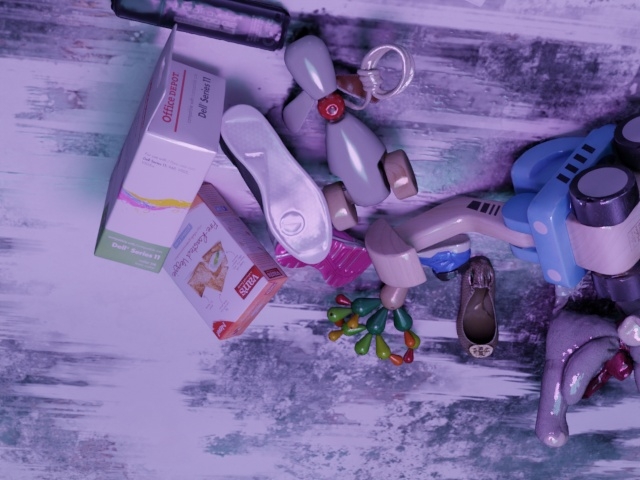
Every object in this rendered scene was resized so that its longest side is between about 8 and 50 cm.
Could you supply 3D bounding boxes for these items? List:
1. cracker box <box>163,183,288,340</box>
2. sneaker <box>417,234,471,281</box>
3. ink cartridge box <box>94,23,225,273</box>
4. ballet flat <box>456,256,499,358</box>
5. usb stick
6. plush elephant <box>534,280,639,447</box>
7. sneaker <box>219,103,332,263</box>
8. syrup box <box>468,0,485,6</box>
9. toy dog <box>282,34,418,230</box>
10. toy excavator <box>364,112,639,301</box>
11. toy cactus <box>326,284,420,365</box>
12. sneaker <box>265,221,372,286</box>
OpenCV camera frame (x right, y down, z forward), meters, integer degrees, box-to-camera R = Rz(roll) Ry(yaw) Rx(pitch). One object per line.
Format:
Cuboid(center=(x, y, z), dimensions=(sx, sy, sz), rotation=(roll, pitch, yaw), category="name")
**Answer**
Cuboid(center=(-0.183, 0.036, 1.939), dimensions=(0.155, 0.232, 0.067), rotation=(-51, 159, 27), category="cracker box")
Cuboid(center=(0.205, 0.042, 2.070), dimensions=(0.152, 0.058, 0.084), rotation=(-9, 119, -6), category="sneaker")
Cuboid(center=(-0.245, -0.143, 1.780), dimensions=(0.119, 0.207, 0.353), rotation=(18, 131, -16), category="ink cartridge box")
Cuboid(center=(0.308, 0.142, 2.154), dimensions=(0.084, 0.058, 0.249), rotation=(-4, 127, -1), category="ballet flat")
Cuboid(center=(-0.188, -0.358, 1.747), dimensions=(0.278, 0.045, 0.077), rotation=(11, 118, -12), category="usb stick")
Cuboid(center=(0.564, 0.214, 2.100), dimensions=(0.255, 0.272, 0.329), rotation=(7, 105, 21), category="plush elephant")
Cuboid(center=(-0.074, -0.101, 1.862), dimensions=(0.105, 0.147, 0.295), rotation=(-32, 103, -2), category="sneaker")
Cuboid(center=(0.258, -0.482, 1.660), dimensions=(0.096, 0.093, 0.237), rotation=(21, 122, -19), category="syrup box")
Cuboid(center=(0.047, -0.189, 1.856), dimensions=(0.220, 0.161, 0.333), rotation=(-3, 112, 1), category="toy dog")
Cuboid(center=(0.358, -0.042, 1.934), dimensions=(0.433, 0.445, 0.222), rotation=(-45, 129, -27), category="toy excavator")
Cuboid(center=(0.118, 0.139, 2.128), dimensions=(0.219, 0.112, 0.180), rotation=(25, 102, -19), category="toy cactus")
Cuboid(center=(0.000, 0.000, 2.000), dimensions=(0.103, 0.111, 0.252), rotation=(-44, 141, 18), category="sneaker")
